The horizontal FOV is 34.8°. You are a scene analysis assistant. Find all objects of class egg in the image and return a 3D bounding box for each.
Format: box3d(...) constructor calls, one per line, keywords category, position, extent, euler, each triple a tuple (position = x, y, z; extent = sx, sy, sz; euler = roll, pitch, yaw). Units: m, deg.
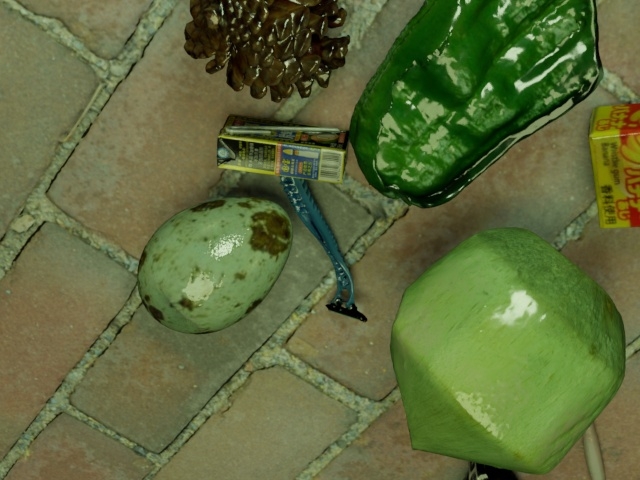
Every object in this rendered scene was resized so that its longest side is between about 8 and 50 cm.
box3d(category="egg", position=(-0.140, 0.028, 1.383), extent=(0.231, 0.169, 0.169), euler=(-35, 112, 6))

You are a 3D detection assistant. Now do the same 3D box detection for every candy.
box3d(category="candy", position=(0.471, -0.095, 1.231), extent=(0.276, 0.088, 0.146), euler=(-1, 122, 22))

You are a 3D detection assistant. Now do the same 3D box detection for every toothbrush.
box3d(category="toothbrush", position=(0.402, 0.273, 1.539), extent=(0.025, 0.029, 0.307), euler=(-10, 122, 15))

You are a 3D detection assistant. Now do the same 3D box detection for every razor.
box3d(category="razor", position=(0.000, 0.000, 1.419), extent=(0.082, 0.042, 0.253), euler=(12, 134, 52))

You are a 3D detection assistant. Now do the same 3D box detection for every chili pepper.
box3d(category="chili pepper", position=(0.184, -0.209, 1.196), extent=(0.213, 0.167, 0.385), euler=(30, 110, -28))

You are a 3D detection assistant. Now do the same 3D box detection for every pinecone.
box3d(category="pinecone", position=(-0.057, -0.254, 1.202), extent=(0.195, 0.150, 0.179), euler=(33, 120, -13))

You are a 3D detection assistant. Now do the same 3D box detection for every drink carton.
box3d(category="drink carton", position=(-0.047, -0.121, 1.330), extent=(0.166, 0.071, 0.056), euler=(8, 119, 3))

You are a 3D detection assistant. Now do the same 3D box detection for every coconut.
box3d(category="coconut", position=(0.231, 0.158, 1.342), extent=(0.329, 0.281, 0.328), euler=(-17, 128, -23))

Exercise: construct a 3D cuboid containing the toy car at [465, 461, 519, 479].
box3d(category="toy car", position=(0.272, 0.411, 1.607), extent=(0.108, 0.089, 0.209), euler=(-23, 119, 26))
